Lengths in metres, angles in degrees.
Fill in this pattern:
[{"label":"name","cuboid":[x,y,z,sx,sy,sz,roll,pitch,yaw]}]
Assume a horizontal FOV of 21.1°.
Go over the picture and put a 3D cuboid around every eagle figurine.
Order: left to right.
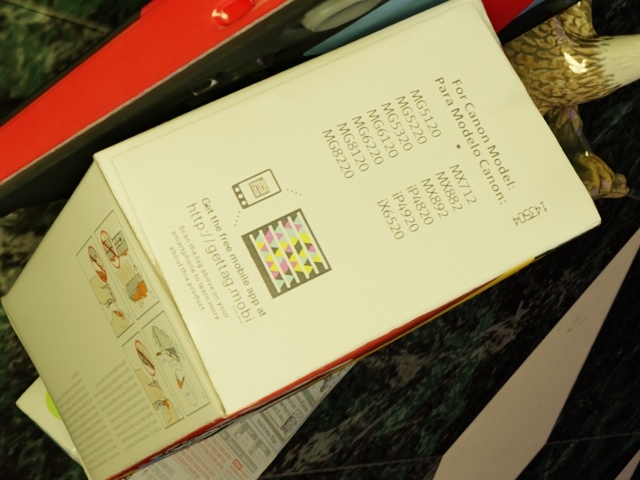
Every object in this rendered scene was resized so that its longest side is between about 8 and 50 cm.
[{"label":"eagle figurine","cuboid":[0.155,-0.153,1.182,0.226,0.225,0.298,-104,-175,-70]}]

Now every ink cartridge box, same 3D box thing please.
[{"label":"ink cartridge box","cuboid":[0.000,0.000,0.895,0.271,0.130,0.309,-26,176,-21]}]

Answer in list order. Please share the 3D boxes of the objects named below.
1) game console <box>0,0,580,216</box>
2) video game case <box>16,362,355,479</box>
[{"label":"game console","cuboid":[0.040,-0.116,0.880,0.342,0.060,0.386,-33,172,29]},{"label":"video game case","cuboid":[-0.065,0.079,1.192,0.244,0.061,0.269,-47,156,-10]}]
